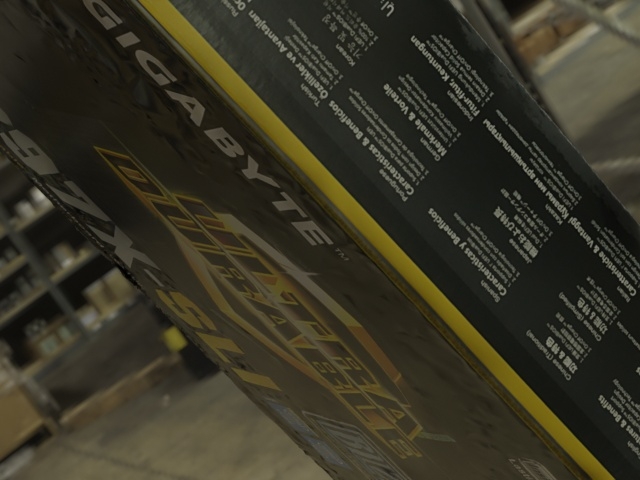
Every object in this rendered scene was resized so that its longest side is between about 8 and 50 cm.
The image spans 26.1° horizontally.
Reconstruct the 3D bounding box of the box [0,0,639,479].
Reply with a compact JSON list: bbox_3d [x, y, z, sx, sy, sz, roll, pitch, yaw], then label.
[{"bbox_3d":[0.000,0.000,0.507,0.079,0.322,0.257,-49,20,-16],"label":"box"}]
